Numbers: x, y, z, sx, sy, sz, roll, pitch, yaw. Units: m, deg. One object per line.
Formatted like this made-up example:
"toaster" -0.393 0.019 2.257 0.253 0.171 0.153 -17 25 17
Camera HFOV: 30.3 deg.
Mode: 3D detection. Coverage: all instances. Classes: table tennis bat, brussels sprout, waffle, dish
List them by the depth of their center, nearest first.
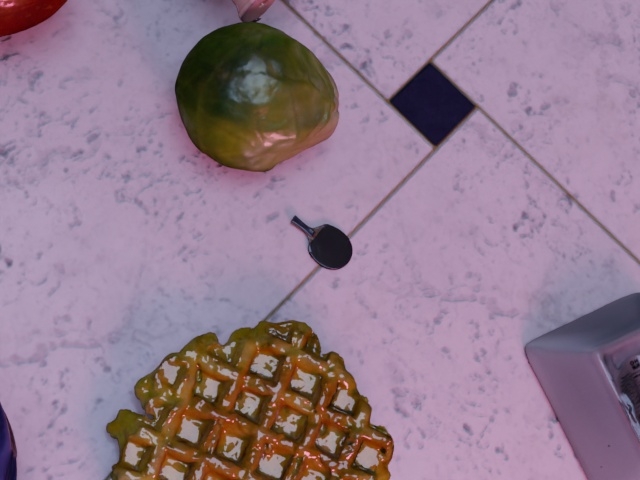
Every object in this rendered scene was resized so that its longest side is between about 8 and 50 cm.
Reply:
"waffle" -0.064 0.249 1.263 0.302 0.068 0.325 -21 81 -18
"brussels sprout" -0.072 -0.167 1.343 0.180 0.144 0.162 -11 62 -30
"dish" 0.374 0.190 1.376 0.181 0.080 0.243 -22 79 -18
"table tennis bat" 0.000 0.000 1.382 0.083 0.007 0.050 37 70 -2

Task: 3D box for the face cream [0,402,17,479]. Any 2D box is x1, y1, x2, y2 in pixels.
"face cream" -0.413 0.216 1.108 0.248 0.225 0.249 3 72 -11

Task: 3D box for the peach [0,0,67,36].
"peach" -0.382 -0.335 1.291 0.243 0.199 0.244 1 86 -10

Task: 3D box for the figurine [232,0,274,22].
"figurine" -0.134 -0.374 1.382 0.276 0.200 0.133 45 102 16
